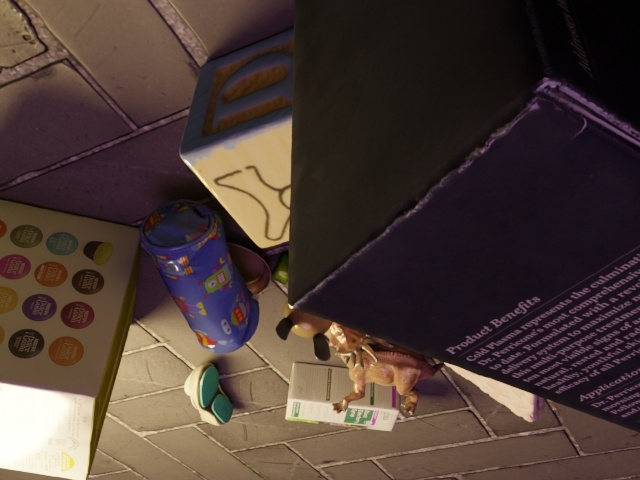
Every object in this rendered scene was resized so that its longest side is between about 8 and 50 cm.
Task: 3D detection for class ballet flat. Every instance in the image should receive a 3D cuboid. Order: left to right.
[{"bbox_3d":[-0.262,0.341,1.693,0.086,0.086,0.248,-1,141,7],"label":"ballet flat"}]

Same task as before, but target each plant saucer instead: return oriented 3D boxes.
[{"bbox_3d":[-0.171,0.048,1.367,0.169,0.029,0.168,3,139,3],"label":"plant saucer"}]

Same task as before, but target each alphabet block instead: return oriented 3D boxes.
[{"bbox_3d":[-0.044,-0.136,1.010,0.193,0.193,0.197,-14,137,23],"label":"alphabet block"}]

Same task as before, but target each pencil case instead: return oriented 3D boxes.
[{"bbox_3d":[-0.189,0.063,1.273,0.133,0.119,0.306,-36,140,-16],"label":"pencil case"}]

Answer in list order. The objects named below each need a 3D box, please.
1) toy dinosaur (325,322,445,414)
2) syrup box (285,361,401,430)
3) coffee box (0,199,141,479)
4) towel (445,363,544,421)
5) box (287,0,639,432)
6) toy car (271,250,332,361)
[{"bbox_3d":[0.132,0.240,1.501,0.296,0.127,0.200,7,133,-11],"label":"toy dinosaur"},{"bbox_3d":[0.049,0.337,1.638,0.237,0.096,0.093,8,140,-2],"label":"syrup box"},{"bbox_3d":[-0.513,0.171,1.307,0.335,0.337,0.338,12,139,-10],"label":"coffee box"},{"bbox_3d":[0.232,0.130,1.260,0.332,0.053,0.317,33,156,34],"label":"towel"},{"bbox_3d":[0.241,-0.119,0.754,0.472,0.479,0.297,24,135,-27],"label":"box"},{"bbox_3d":[-0.010,0.106,1.276,0.155,0.188,0.149,29,136,-10],"label":"toy car"}]
